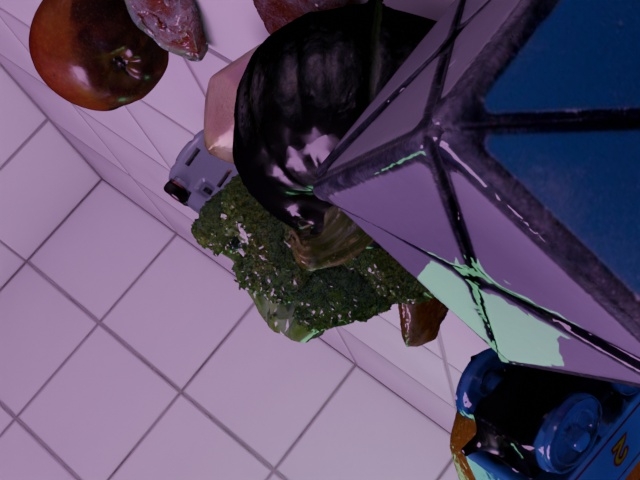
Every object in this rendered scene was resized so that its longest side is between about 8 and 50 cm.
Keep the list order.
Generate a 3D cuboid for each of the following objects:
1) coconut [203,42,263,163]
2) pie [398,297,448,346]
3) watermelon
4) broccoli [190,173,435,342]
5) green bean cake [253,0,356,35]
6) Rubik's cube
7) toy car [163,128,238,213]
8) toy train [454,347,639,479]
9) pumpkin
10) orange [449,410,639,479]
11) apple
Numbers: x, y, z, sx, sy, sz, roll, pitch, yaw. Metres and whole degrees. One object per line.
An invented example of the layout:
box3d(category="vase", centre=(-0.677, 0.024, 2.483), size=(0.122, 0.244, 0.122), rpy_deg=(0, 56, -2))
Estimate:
box3d(category="coconut", centre=(-0.079, -0.173, 1.154), size=(0.171, 0.183, 0.171), rpy_deg=(44, 167, 13))
box3d(category="pie", centre=(0.180, 0.110, 1.486), size=(0.078, 0.163, 0.193), rpy_deg=(10, 161, 26))
box3d(category="watermelon", centre=(-0.240, -0.351, 1.291), size=(0.187, 0.071, 0.139), rpy_deg=(45, 162, -22))
box3d(category="broccoli", centre=(-0.001, 0.003, 1.272), size=(0.413, 0.310, 0.321), rpy_deg=(15, 164, 1))
box3d(category="green bean cake", centre=(-0.012, -0.260, 0.966), size=(0.135, 0.056, 0.136), rpy_deg=(33, 165, 32))
box3d(category="Rubik's cube", centre=(0.186, -0.064, 0.627), size=(0.259, 0.260, 0.255), rpy_deg=(39, 168, -10))
box3d(category="toy car", centre=(-0.169, -0.102, 1.723), size=(0.270, 0.181, 0.212), rpy_deg=(34, 177, 27))
box3d(category="toy train", centre=(0.328, 0.224, 1.113), size=(0.188, 0.300, 0.265), rpy_deg=(27, 151, 46))
box3d(category="pumpkin", centre=(0.049, -0.087, 0.861), size=(0.295, 0.296, 0.296), rpy_deg=(37, 167, 10))
box3d(category="orange", centre=(0.397, 0.389, 1.487), size=(0.357, 0.322, 0.322), rpy_deg=(50, 167, -4))
box3d(category="apple", centre=(-0.367, -0.324, 1.398), size=(0.230, 0.230, 0.230), rpy_deg=(37, 167, 10))
